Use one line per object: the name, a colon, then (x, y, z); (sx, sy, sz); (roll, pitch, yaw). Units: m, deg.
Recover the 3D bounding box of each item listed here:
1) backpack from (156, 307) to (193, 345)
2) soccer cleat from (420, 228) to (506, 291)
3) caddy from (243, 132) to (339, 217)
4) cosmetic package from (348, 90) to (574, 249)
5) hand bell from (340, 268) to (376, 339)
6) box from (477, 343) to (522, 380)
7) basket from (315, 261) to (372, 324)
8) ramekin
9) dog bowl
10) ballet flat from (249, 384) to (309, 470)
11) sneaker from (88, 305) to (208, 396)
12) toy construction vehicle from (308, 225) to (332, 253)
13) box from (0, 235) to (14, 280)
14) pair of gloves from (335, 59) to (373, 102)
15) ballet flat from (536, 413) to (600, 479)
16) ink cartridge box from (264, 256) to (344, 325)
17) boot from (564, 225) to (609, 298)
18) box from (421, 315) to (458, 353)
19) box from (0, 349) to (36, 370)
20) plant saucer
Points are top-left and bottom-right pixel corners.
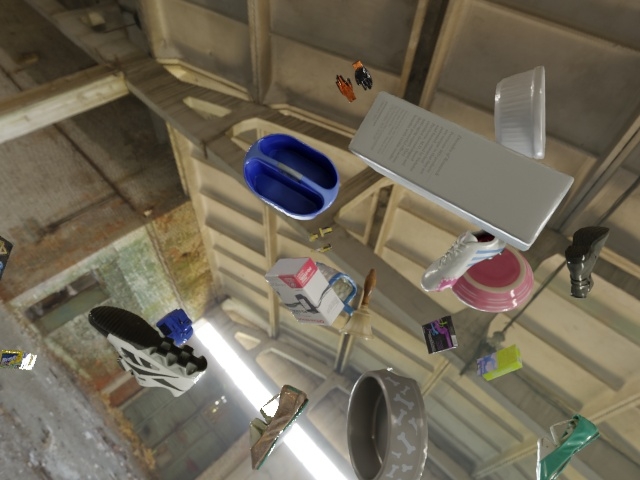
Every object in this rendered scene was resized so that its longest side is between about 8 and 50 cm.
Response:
backpack: (-0.527, 0.322, 1.554); (0.101, 0.098, 0.120); (-28, -81, 22)
soccer cleat: (0.472, 0.044, 1.431); (0.143, 0.331, 0.116); (54, 4, -38)
caddy: (-0.100, -0.218, 1.460); (0.341, 0.241, 0.179); (30, -7, 4)
cosmetic package: (0.317, -0.160, 0.994); (0.453, 0.161, 0.230); (34, 9, 22)
hand bell: (0.160, 0.219, 1.499); (0.126, 0.242, 0.126); (15, -6, 2)
box: (0.737, 0.507, 1.738); (0.178, 0.109, 0.042); (-37, -81, 31)
basket: (0.067, 0.237, 1.698); (0.289, 0.201, 0.255); (33, -9, 36)
ramekin: (0.610, -0.378, 1.280); (0.127, 0.273, 0.272); (1, -55, 30)
dog bowl: (0.178, 0.544, 1.229); (0.349, 0.102, 0.348); (-170, -90, -75)
ballet flat: (-0.155, 0.566, 1.299); (0.106, 0.316, 0.107); (34, 12, 4)
sneaker: (-0.477, 0.303, 1.103); (0.331, 0.146, 0.122); (35, 14, -6)
toy construction vehicle: (0.000, 0.000, 1.504); (0.098, 0.035, 0.085); (-15, -89, 26)
box: (-0.727, 0.148, 0.766); (0.073, 0.293, 0.295); (52, 2, -40)
pair of gloves: (0.082, -0.386, 1.024); (0.083, 0.010, 0.074); (-27, -66, 26)
ballet flat: (0.640, 0.553, 1.131); (0.087, 0.247, 0.083); (49, -26, 30)
ink cartridge box: (-0.055, 0.179, 1.460); (0.172, 0.100, 0.237); (-6, -54, 47)
boot: (0.838, 0.066, 1.329); (0.083, 0.246, 0.161); (10, -55, 49)
box: (0.453, 0.362, 1.604); (0.162, 0.029, 0.116); (129, -44, -59)
box: (-0.942, 0.375, 1.310); (0.169, 0.059, 0.054); (142, -46, -62)
plant saucer: (0.667, 0.118, 1.660); (0.332, 0.332, 0.084); (36, -25, 30)
